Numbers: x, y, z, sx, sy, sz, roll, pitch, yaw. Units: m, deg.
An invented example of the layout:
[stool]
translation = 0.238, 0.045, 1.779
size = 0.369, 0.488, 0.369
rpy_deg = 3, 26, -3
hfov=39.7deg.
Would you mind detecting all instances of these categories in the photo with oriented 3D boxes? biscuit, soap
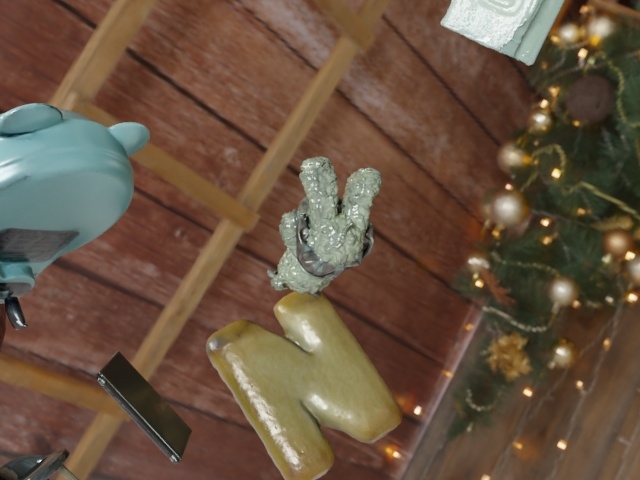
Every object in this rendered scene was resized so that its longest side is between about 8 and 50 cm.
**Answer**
[biscuit]
translation = -0.025, 0.229, 1.446
size = 0.291, 0.236, 0.062
rpy_deg = 57, 153, 17
[soap]
translation = 0.229, -0.312, 1.001
size = 0.063, 0.198, 0.114
rpy_deg = 7, -158, -48

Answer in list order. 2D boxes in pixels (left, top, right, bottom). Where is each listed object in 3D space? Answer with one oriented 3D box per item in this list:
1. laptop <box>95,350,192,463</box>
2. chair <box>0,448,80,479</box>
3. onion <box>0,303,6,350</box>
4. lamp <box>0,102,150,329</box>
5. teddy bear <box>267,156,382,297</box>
[laptop]
translation = -0.268, 0.254, 1.359
size = 0.180, 0.016, 0.129
rpy_deg = 50, -175, -6
[chair]
translation = -0.296, 0.341, 1.085
size = 0.221, 0.095, 0.104
rpy_deg = 49, -169, -4
[onion]
translation = -0.539, 0.128, 1.149
size = 0.230, 0.256, 0.272
rpy_deg = 1, 161, 10
[lamp]
translation = -0.321, -0.035, 0.952
size = 0.147, 0.284, 0.209
rpy_deg = 45, -158, 30
[teddy bear]
translation = 0.008, 0.008, 1.087
size = 0.133, 0.213, 0.111
rpy_deg = 5, -143, -27
